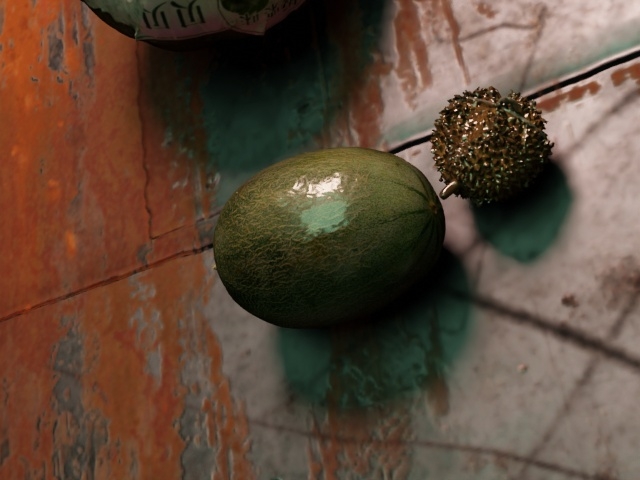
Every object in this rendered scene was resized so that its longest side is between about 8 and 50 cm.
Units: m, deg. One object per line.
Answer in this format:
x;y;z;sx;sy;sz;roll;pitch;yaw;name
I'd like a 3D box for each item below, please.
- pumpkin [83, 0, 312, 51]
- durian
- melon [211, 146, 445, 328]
-0.091;-0.256;0.837;0.260;0.189;0.260;-2;54;2;pumpkin
0.104;-0.058;0.695;0.091;0.080;0.080;-42;52;-16;durian
0.000;0.000;0.712;0.167;0.114;0.114;-16;63;22;melon
